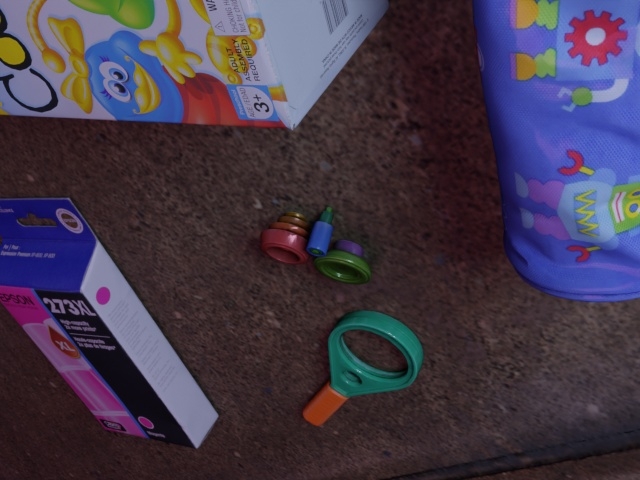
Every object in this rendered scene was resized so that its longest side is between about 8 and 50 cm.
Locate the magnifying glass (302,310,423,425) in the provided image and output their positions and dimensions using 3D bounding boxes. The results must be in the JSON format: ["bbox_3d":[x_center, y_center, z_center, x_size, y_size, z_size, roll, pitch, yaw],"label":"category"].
[{"bbox_3d":[0.031,0.140,0.815,0.092,0.026,0.231,33,140,0],"label":"magnifying glass"}]

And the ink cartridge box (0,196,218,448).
[{"bbox_3d":[-0.279,0.108,0.968,0.175,0.069,0.371,1,130,34],"label":"ink cartridge box"}]

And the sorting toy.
[{"bbox_3d":[0.000,0.000,0.677,0.101,0.042,0.061,18,157,0],"label":"sorting toy"}]

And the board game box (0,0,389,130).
[{"bbox_3d":[-0.120,-0.170,0.485,0.275,0.144,0.142,7,135,29],"label":"board game box"}]

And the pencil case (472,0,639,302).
[{"bbox_3d":[0.144,-0.107,0.389,0.133,0.119,0.306,2,133,22],"label":"pencil case"}]
